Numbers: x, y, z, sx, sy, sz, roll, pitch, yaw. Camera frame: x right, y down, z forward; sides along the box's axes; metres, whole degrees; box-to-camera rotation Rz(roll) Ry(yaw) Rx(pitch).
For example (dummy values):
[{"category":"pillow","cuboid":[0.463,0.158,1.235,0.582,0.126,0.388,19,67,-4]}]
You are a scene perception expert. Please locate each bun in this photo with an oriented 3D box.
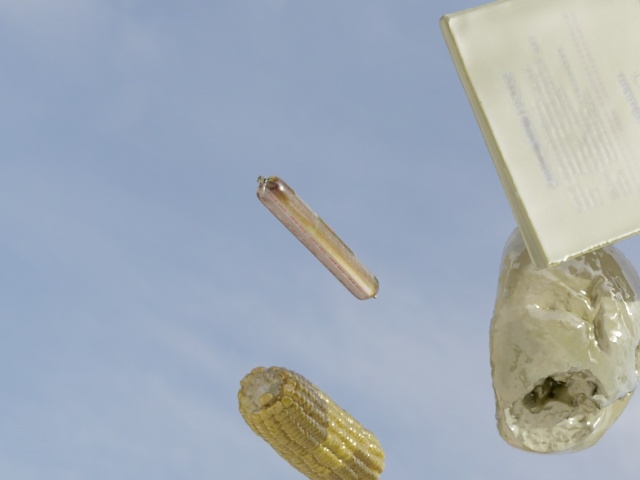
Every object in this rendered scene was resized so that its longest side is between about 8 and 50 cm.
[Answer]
[{"category":"bun","cuboid":[0.211,0.085,1.211,0.128,0.193,0.178,3,-43,17]}]

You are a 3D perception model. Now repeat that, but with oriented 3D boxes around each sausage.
[{"category":"sausage","cuboid":[0.000,0.000,0.659,0.015,0.015,0.100,2,-31,40]}]

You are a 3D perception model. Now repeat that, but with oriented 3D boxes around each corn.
[{"category":"corn","cuboid":[-0.007,0.190,1.419,0.080,0.080,0.238,7,-23,35]}]

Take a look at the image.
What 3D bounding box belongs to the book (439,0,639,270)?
[{"category":"book","cuboid":[0.182,-0.086,0.911,0.013,0.192,0.168,-31,-101,62]}]
